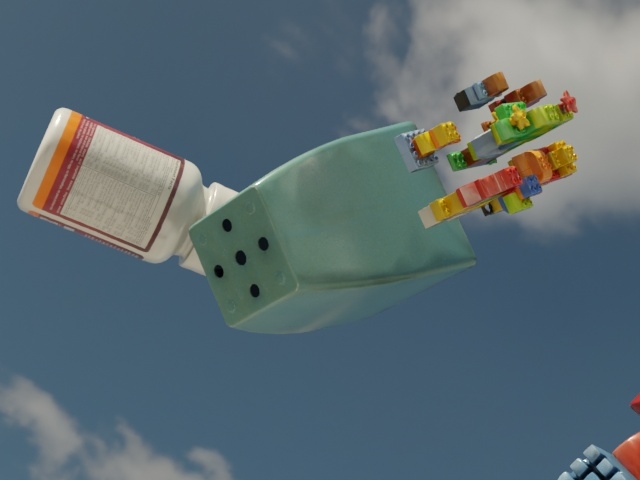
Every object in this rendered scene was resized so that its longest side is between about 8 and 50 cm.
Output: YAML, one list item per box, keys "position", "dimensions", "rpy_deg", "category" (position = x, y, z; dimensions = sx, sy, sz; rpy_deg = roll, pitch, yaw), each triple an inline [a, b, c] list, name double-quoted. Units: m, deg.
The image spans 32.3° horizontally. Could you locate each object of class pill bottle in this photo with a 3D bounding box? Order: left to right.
- position: [-0.205, -0.048, 1.202]
  dimensions: [0.221, 0.121, 0.121]
  rpy_deg: [23, -46, -15]
  category: "pill bottle"

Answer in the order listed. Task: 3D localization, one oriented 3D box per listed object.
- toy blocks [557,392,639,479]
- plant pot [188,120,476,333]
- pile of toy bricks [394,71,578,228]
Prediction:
- position: [0.294, 0.280, 1.049]
  dimensions: [0.381, 0.191, 0.261]
  rpy_deg: [-49, -40, 9]
  category: "toy blocks"
- position: [0.000, 0.000, 1.090]
  dimensions: [0.165, 0.234, 0.166]
  rpy_deg: [-30, -100, 39]
  category: "plant pot"
- position: [0.162, -0.088, 0.910]
  dimensions: [0.105, 0.212, 0.118]
  rpy_deg: [-29, -97, 42]
  category: "pile of toy bricks"
